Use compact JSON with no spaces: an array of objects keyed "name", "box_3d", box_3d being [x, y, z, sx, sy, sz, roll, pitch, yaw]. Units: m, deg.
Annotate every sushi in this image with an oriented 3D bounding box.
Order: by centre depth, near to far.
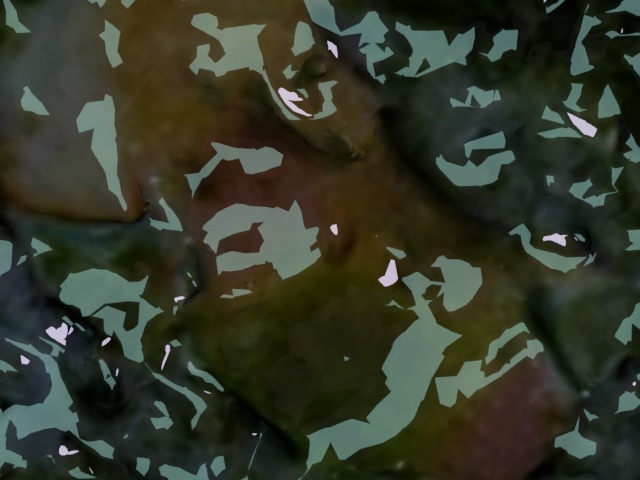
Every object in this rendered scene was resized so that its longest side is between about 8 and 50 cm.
[{"name":"sushi","box_3d":[0.000,0.000,0.608,0.352,0.178,0.294,31,96,-11]}]
